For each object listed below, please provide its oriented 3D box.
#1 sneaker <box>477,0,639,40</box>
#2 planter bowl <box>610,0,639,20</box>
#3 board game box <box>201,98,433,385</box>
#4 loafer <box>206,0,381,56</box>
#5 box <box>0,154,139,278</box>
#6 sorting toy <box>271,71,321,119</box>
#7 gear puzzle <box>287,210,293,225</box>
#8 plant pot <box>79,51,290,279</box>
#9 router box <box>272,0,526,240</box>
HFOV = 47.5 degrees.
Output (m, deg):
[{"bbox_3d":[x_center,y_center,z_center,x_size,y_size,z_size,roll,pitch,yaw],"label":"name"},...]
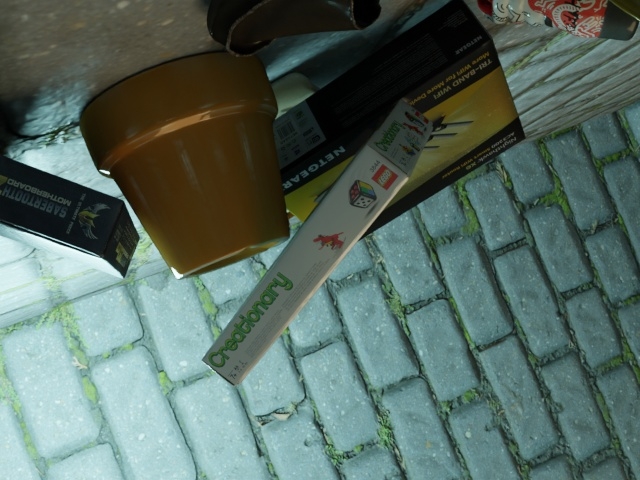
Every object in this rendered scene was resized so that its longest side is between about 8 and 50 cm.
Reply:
[{"bbox_3d":[0.240,-0.274,0.733,0.145,0.090,0.270,12,-147,11],"label":"sneaker"},{"bbox_3d":[0.309,-0.213,0.536,0.217,0.217,0.090,-19,144,-35],"label":"planter bowl"},{"bbox_3d":[0.000,0.000,0.783,0.305,0.053,0.193,-52,-178,26],"label":"board game box"},{"bbox_3d":[0.005,-0.191,0.546,0.220,0.078,0.080,-24,176,32],"label":"loafer"},{"bbox_3d":[-0.278,-0.026,0.714,0.183,0.059,0.232,20,170,-8],"label":"box"},{"bbox_3d":[-0.050,-0.142,0.971,0.193,0.038,0.208,-23,156,24],"label":"sorting toy"},{"bbox_3d":[0.040,-0.072,1.141,0.339,0.044,0.175,-26,-178,-17],"label":"gear puzzle"},{"bbox_3d":[-0.123,-0.067,0.771,0.205,0.188,0.205,-22,177,-1],"label":"plant pot"},{"bbox_3d":[0.091,-0.128,0.928,0.309,0.081,0.243,-32,151,11],"label":"router box"}]
